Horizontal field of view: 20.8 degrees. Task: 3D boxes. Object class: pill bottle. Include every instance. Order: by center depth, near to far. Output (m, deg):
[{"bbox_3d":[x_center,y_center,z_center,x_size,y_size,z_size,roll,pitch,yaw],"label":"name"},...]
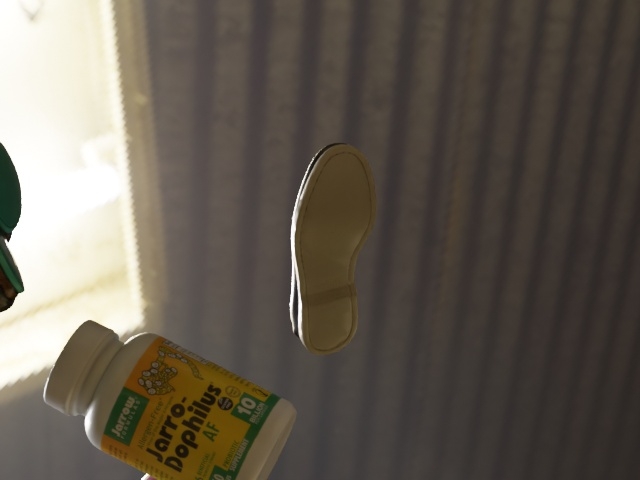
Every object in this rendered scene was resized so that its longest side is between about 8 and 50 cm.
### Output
[{"bbox_3d":[-0.138,0.155,1.574,0.117,0.208,0.117,-62,-7,-13],"label":"pill bottle"}]

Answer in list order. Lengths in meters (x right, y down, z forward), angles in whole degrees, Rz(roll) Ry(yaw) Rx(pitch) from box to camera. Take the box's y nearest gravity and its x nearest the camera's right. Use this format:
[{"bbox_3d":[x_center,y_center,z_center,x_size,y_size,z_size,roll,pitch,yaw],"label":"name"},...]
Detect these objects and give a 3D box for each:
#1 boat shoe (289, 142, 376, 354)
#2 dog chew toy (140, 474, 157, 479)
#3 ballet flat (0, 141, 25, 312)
[{"bbox_3d":[0.000,0.000,1.511,0.075,0.065,0.206,-9,-57,-20],"label":"boat shoe"},{"bbox_3d":[-0.208,0.381,2.037,0.332,0.206,0.206,-25,-35,5],"label":"dog chew toy"},{"bbox_3d":[-0.312,-0.013,1.497,0.096,0.280,0.095,-26,-66,2],"label":"ballet flat"}]
